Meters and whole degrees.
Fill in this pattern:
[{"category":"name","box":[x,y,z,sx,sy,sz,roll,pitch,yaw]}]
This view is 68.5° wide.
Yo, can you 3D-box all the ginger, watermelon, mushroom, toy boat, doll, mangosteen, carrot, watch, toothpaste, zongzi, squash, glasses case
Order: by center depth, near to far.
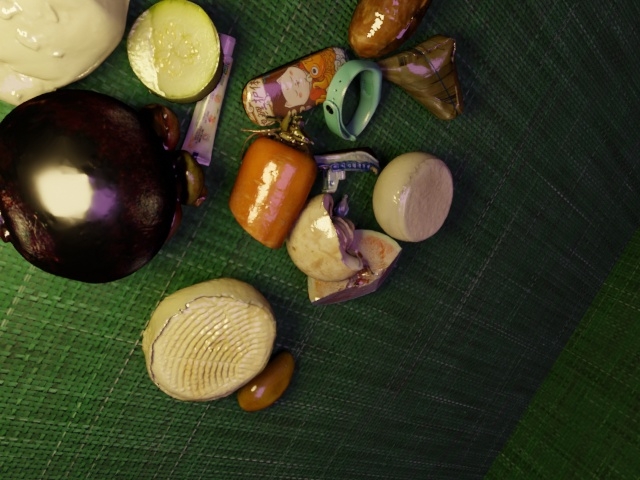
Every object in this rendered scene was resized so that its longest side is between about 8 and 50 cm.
[{"category":"mangosteen","box":[-0.430,-0.118,0.970,0.435,0.382,0.382,-22,120,-33]},{"category":"squash","box":[-0.322,-0.410,1.031,0.220,0.133,0.220,-2,108,-6]},{"category":"toothpaste","box":[-0.269,-0.342,1.156,0.314,0.058,0.056,-70,165,14]},{"category":"carrot","box":[-0.117,-0.173,1.228,0.193,0.214,0.331,6,116,-55]},{"category":"glasses case","box":[-0.057,-0.405,1.232,0.321,0.082,0.122,-30,127,-18]},{"category":"ginger","box":[0.205,-0.626,1.247,0.165,0.172,0.321,44,85,2]},{"category":"watch","box":[0.092,-0.379,1.288,0.195,0.068,0.237,-47,158,-21]},{"category":"mushroom","box":[0.000,0.000,1.353,0.189,0.195,0.254,-18,98,21]},{"category":"toy boat","box":[0.068,-0.204,1.366,0.262,0.114,0.115,-15,107,-28]},{"category":"zongzi","box":[0.279,-0.444,1.402,0.289,0.123,0.260,-27,124,-7]},{"category":"doll","box":[0.062,-0.089,1.461,0.057,0.039,0.114,18,115,0]},{"category":"watermelon","box":[0.088,0.084,1.500,0.321,0.175,0.188,-18,160,-11]}]

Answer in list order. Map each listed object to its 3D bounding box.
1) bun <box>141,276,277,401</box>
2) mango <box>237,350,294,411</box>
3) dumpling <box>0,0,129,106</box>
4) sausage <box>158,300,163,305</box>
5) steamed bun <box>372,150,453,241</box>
[{"category":"bun","box":[-0.305,0.249,1.285,0.364,0.202,0.364,-13,121,-22]},{"category":"mango","box":[-0.169,0.457,1.521,0.227,0.099,0.136,-43,122,-19]},{"category":"dumpling","box":[-0.523,-0.441,0.841,0.395,0.233,0.315,-48,142,12]},{"category":"sausage","box":[-0.435,0.205,1.294,0.034,0.034,0.083,12,104,-33]},{"category":"steamed bun","box":[0.275,-0.142,1.477,0.283,0.177,0.283,-17,118,-35]}]
